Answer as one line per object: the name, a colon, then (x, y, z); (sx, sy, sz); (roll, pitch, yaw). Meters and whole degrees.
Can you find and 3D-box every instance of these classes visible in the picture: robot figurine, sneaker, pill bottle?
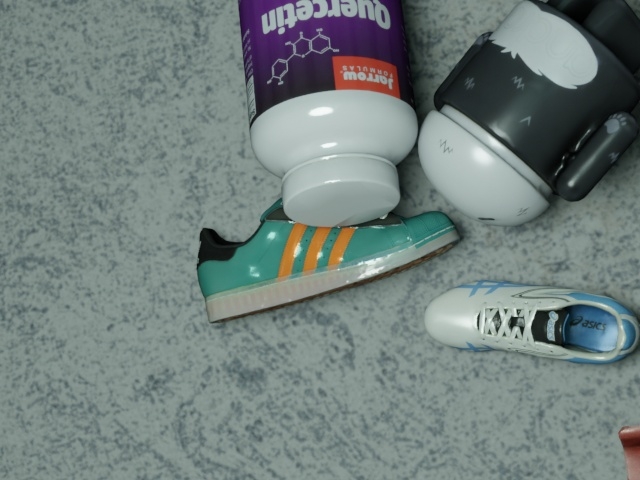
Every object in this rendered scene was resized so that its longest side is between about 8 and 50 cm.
robot figurine: (0.231, -0.144, 1.662); (0.173, 0.209, 0.278); (39, 92, -7)
sneaker: (0.227, 0.087, 1.677); (0.237, 0.086, 0.085); (4, 86, 14)
sneaker: (0.000, 0.000, 1.725); (0.302, 0.108, 0.121); (-16, 85, 12)
pill bottle: (0.007, -0.186, 1.677); (0.182, 0.181, 0.322); (-11, 68, 11)

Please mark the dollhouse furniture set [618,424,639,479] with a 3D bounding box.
dollhouse furniture set: (0.456, 0.165, 1.582); (0.374, 0.152, 0.201); (-43, 77, 5)
